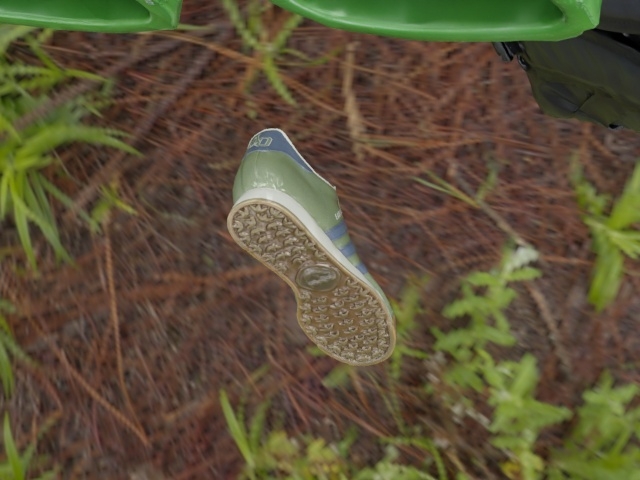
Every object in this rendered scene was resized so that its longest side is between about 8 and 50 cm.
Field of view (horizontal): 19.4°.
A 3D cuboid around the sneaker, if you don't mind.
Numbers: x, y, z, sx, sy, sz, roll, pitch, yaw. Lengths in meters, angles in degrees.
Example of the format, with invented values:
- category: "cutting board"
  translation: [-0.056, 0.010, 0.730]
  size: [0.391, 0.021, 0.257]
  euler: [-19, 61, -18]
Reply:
- category: "sneaker"
  translation: [0.000, 0.000, 1.272]
  size: [0.064, 0.086, 0.192]
  euler: [-17, 137, 22]

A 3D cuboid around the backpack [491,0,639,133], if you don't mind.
- category: "backpack"
  translation: [0.267, -0.175, 1.177]
  size: [0.273, 0.355, 0.290]
  euler: [-23, 117, -7]

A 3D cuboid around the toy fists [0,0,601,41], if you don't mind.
- category: "toy fists"
  translation: [-0.026, -0.145, 0.581]
  size: [0.279, 0.096, 0.142]
  euler: [5, 78, 32]
